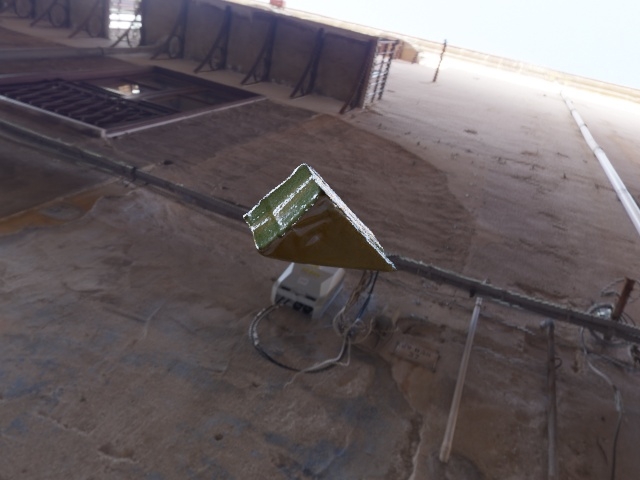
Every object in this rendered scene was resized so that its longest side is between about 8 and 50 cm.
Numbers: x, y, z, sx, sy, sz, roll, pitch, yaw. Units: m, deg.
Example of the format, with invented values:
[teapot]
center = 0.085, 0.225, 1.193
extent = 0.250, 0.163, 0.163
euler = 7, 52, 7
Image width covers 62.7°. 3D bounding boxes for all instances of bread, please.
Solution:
[bread]
center = 0.003, 0.003, 0.535
extent = 0.084, 0.074, 0.139
euler = -41, -50, 8
